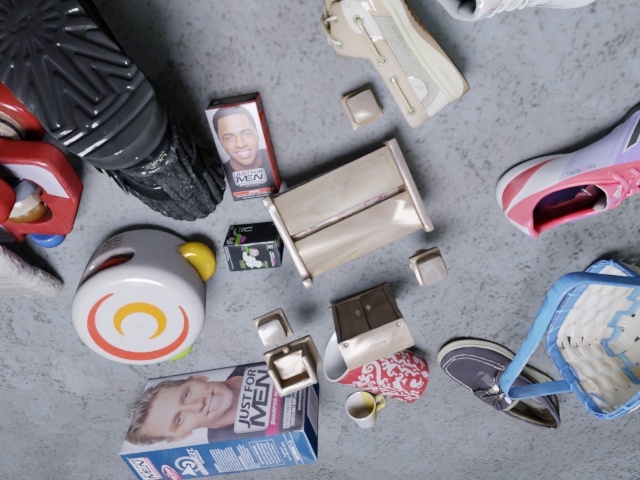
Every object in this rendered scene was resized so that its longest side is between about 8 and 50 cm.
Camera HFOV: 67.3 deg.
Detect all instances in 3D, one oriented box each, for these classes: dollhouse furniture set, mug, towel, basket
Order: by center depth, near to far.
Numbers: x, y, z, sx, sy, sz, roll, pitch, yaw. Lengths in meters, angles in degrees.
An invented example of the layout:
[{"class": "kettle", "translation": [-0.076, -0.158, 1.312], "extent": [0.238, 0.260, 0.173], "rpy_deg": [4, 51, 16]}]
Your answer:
[{"class": "dollhouse furniture set", "translation": [0.000, 0.000, 0.737], "extent": [0.304, 0.174, 0.355], "rpy_deg": [-24, 100, 3]}, {"class": "towel", "translation": [-0.587, 0.050, 0.763], "extent": [0.283, 0.049, 0.187], "rpy_deg": [0, 159, 0]}, {"class": "basket", "translation": [0.452, 0.153, 0.766], "extent": [0.289, 0.201, 0.254], "rpy_deg": [2, 126, -12]}, {"class": "mug", "translation": [0.100, 0.227, 0.902], "extent": [0.169, 0.150, 0.113], "rpy_deg": [25, 85, -20]}, {"class": "mug", "translation": [0.097, 0.358, 1.003], "extent": [0.078, 0.062, 0.064], "rpy_deg": [-7, 132, 14]}]

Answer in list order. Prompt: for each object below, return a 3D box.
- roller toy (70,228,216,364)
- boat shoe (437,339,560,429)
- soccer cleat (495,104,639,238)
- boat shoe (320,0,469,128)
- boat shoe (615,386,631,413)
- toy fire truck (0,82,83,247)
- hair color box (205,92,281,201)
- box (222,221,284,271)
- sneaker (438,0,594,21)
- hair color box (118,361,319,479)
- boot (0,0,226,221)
[{"class": "roller toy", "translation": [-0.280, 0.083, 0.767], "extent": [0.191, 0.146, 0.209], "rpy_deg": [15, 118, -20]}, {"class": "boat shoe", "translation": [0.353, 0.280, 0.922], "extent": [0.285, 0.092, 0.102], "rpy_deg": [29, 120, -18]}, {"class": "soccer cleat", "translation": [0.405, -0.097, 0.646], "extent": [0.319, 0.116, 0.108], "rpy_deg": [-24, 121, 17]}, {"class": "boat shoe", "translation": [0.050, -0.252, 0.556], "extent": [0.098, 0.109, 0.302], "rpy_deg": [-38, 121, 23]}, {"class": "boat shoe", "translation": [0.603, 0.291, 0.953], "extent": [0.049, 0.056, 0.152], "rpy_deg": [-31, 128, 15]}, {"class": "toy fire truck", "translation": [-0.484, -0.074, 0.674], "extent": [0.303, 0.169, 0.253], "rpy_deg": [2, 151, -2]}, {"class": "hair color box", "translation": [-0.105, -0.129, 0.679], "extent": [0.072, 0.043, 0.141], "rpy_deg": [-8, 123, 7]}, {"class": "box", "translation": [-0.104, 0.009, 0.762], "extent": [0.084, 0.062, 0.052], "rpy_deg": [-5, 123, 5]}, {"class": "sneaker", "translation": [0.193, -0.275, 0.519], "extent": [0.233, 0.115, 0.090], "rpy_deg": [10, 156, 1]}, {"class": "hair color box", "translation": [-0.182, 0.343, 0.927], "extent": [0.348, 0.173, 0.105], "rpy_deg": [-12, 123, 9]}, {"class": "boot", "translation": [-0.265, -0.179, 0.571], "extent": [0.131, 0.260, 0.347], "rpy_deg": [-36, 81, -2]}]
